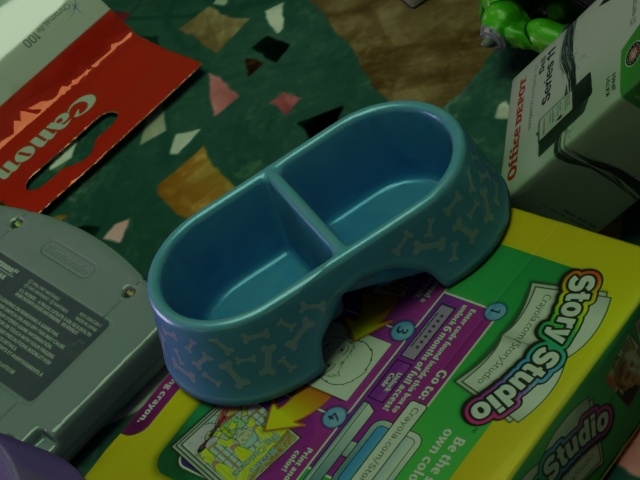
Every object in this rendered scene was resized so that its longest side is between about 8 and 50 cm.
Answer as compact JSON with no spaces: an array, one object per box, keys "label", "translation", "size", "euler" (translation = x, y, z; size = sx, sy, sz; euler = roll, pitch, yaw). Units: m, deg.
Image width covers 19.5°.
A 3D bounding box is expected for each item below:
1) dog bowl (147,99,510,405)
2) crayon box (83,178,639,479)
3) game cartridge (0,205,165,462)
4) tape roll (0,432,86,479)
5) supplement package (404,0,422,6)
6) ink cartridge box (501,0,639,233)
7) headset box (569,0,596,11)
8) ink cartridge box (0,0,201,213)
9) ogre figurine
[{"label":"dog bowl","translation":[0.000,0.000,1.407],"size":[0.297,0.074,0.166],"euler":[-33,41,-8]},{"label":"crayon box","translation":[0.051,0.129,1.389],"size":[0.313,0.106,0.363],"euler":[20,60,39]},{"label":"game cartridge","translation":[-0.259,0.075,1.645],"size":[0.294,0.060,0.196],"euler":[28,69,41]},{"label":"tape roll","translation":[-0.278,0.271,1.363],"size":[0.275,0.090,0.275],"euler":[-20,56,33]},{"label":"supplement package","translation":[0.071,-0.376,1.810],"size":[0.149,0.203,0.194],"euler":[-34,42,-7]},{"label":"ink cartridge box","translation":[0.236,-0.114,1.465],"size":[0.208,0.087,0.153],"euler":[-45,25,43]},{"label":"headset box","translation":[0.306,-0.327,1.611],"size":[0.246,0.131,0.283],"euler":[37,67,13]},{"label":"ink cartridge box","translation":[-0.351,-0.165,1.915],"size":[0.308,0.091,0.385],"euler":[-44,42,-16]},{"label":"ogre figurine","translation":[0.199,-0.230,1.681],"size":[0.118,0.097,0.197],"euler":[-4,74,6]}]
